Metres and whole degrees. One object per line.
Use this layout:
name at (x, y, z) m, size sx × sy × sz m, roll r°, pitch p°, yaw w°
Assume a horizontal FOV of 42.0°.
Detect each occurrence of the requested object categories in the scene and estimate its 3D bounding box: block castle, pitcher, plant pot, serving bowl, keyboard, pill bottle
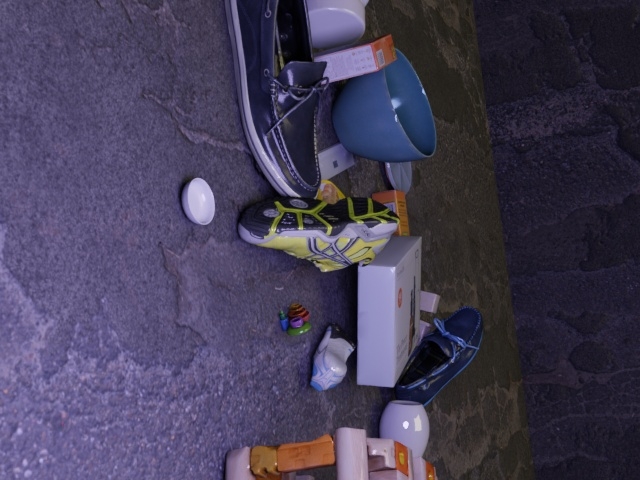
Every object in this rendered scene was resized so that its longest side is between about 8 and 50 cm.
block castle at (0.043, 0.513, 1.517) m, size 0.453 × 0.303 × 0.213 m, roll 45°, pitch 36°, yaw -52°
pitcher at (0.212, 0.510, 2.102) m, size 0.178 × 0.125 × 0.207 m, roll 12°, pitch 81°, yaw -77°
plant pot at (0.144, -0.318, 2.114) m, size 0.290 × 0.195 × 0.290 m, roll 41°, pitch 40°, yaw -46°
serving bowl at (-0.221, -0.067, 1.471) m, size 0.083 × 0.027 × 0.083 m, roll 35°, pitch 51°, yaw -57°
keyboard at (0.033, -0.200, 2.078) m, size 0.256 × 0.014 × 0.072 m, roll -36°, pitch 119°, yaw -62°
pill bottle at (0.018, -0.653, 1.972) m, size 0.204 × 0.204 × 0.361 m, roll 33°, pitch 52°, yaw -58°

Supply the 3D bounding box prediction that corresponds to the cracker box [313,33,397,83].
cracker box at (0.041, -0.404, 1.899) m, size 0.156 × 0.232 × 0.067 m, roll -45°, pitch 123°, yaw -60°

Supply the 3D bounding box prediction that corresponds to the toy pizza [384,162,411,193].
toy pizza at (0.221, -0.230, 2.460) m, size 0.201 × 0.032 × 0.201 m, roll 29°, pitch 57°, yaw -59°

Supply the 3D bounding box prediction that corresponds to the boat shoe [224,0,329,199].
boat shoe at (-0.068, -0.320, 1.716) m, size 0.187 × 0.156 × 0.500 m, roll -17°, pitch 97°, yaw -60°

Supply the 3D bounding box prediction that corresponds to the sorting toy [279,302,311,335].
sorting toy at (-0.054, 0.159, 1.711) m, size 0.102 × 0.061 × 0.042 m, roll -96°, pitch 169°, yaw -74°

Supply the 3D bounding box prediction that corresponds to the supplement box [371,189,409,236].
supplement box at (0.200, -0.018, 2.290) m, size 0.078 × 0.080 × 0.233 m, roll 2°, pitch 82°, yaw -62°

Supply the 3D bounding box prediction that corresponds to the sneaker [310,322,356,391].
sneaker at (0.022, 0.253, 1.840) m, size 0.085 × 0.086 × 0.237 m, roll 47°, pitch 19°, yaw -6°

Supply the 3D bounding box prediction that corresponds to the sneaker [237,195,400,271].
sneaker at (0.000, 0.000, 1.706) m, size 0.384 × 0.145 × 0.147 m, roll 1°, pitch 120°, yaw -37°

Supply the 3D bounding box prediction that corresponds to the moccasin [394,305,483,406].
moccasin at (0.320, 0.299, 2.188) m, size 0.342 × 0.137 × 0.117 m, roll -51°, pitch 141°, yaw -25°

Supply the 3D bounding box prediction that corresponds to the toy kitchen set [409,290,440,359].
toy kitchen set at (0.273, 0.247, 2.351) m, size 0.166 × 0.122 × 0.207 m, roll 22°, pitch 83°, yaw -62°

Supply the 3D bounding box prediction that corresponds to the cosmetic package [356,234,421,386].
cosmetic package at (0.174, 0.158, 2.033) m, size 0.377 × 0.097 × 0.284 m, roll -36°, pitch 125°, yaw -71°

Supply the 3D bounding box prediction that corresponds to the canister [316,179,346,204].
canister at (0.011, -0.038, 1.902) m, size 0.126 × 0.073 × 0.170 m, roll 43°, pitch 43°, yaw -52°
